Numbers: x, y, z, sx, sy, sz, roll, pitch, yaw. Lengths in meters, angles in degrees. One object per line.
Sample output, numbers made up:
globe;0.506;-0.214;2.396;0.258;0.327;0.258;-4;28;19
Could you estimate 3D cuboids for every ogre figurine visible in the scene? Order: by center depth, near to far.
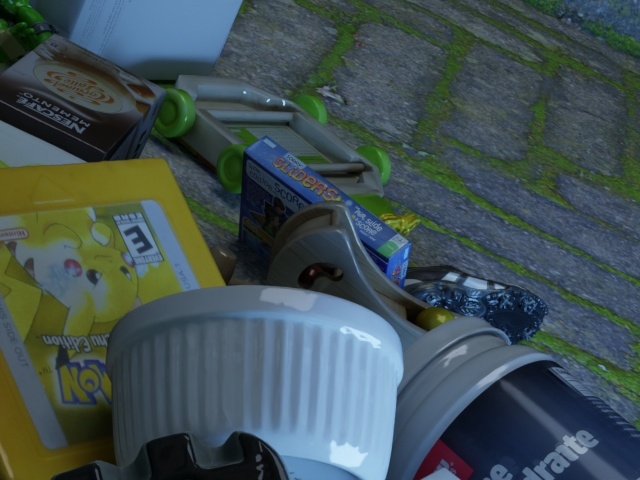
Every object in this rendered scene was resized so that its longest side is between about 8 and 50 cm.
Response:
ogre figurine;-0.393;-0.248;1.884;0.197;0.097;0.118;-12;49;-14

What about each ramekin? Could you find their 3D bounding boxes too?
ramekin;-0.046;0.122;1.152;0.207;0.207;0.109;15;60;-27

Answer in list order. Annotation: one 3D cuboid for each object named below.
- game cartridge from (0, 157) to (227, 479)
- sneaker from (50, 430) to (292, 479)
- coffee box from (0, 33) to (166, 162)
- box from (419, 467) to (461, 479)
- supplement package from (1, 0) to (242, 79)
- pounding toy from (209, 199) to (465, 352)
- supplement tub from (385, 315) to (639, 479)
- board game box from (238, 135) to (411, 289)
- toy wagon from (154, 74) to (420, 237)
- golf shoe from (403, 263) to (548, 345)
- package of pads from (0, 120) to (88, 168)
game cartridge;-0.160;0.088;1.259;0.285;0.052;0.324;-8;63;-48
sneaker;-0.180;0.215;1.039;0.330;0.146;0.122;-6;55;-7
coffee box;-0.261;-0.112;1.711;0.141;0.098;0.246;26;22;-2
box;0.057;0.256;1.203;0.091;0.130;0.170;37;23;21
supplement package;-0.251;-0.310;2.064;0.177;0.175;0.293;37;24;27
pounding toy;0.019;0.041;1.611;0.269;0.154;0.155;24;22;-8
supplement tub;0.173;0.206;1.365;0.272;0.191;0.191;40;25;31
board game box;0.000;0.000;1.713;0.201;0.136;0.035;38;55;25
toy wagon;-0.031;-0.090;1.970;0.344;0.068;0.267;41;26;29
golf shoe;0.161;0.060;1.839;0.198;0.077;0.094;13;25;-35
package of pads;-0.342;-0.043;1.464;0.296;0.101;0.229;26;23;-5
